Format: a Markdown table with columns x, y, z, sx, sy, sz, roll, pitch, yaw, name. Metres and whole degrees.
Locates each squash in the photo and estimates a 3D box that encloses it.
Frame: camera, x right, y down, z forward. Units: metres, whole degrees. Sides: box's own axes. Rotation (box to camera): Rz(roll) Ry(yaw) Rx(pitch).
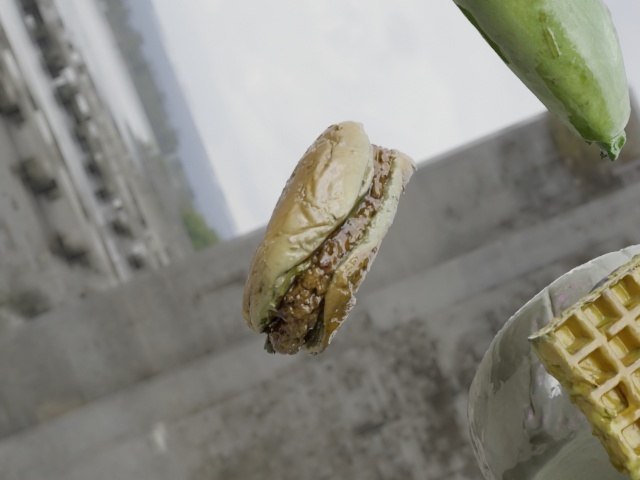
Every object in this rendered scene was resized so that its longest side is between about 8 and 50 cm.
| x | y | z | sx | sy | sz | roll | pitch | yaw | name |
| --- | --- | --- | --- | --- | --- | --- | --- | --- | --- |
| 0.206 | -0.204 | 1.645 | 0.370 | 0.118 | 0.118 | 46 | 11 | -38 | squash |

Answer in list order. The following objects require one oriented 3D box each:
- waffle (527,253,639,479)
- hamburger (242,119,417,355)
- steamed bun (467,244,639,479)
| x | y | z | sx | sy | sz | roll | pitch | yaw | name |
| --- | --- | --- | --- | --- | --- | --- | --- | --- | --- |
| 0.315 | 0.137 | 1.718 | 0.211 | 0.160 | 0.055 | 57 | -23 | -2 | waffle |
| 0.001 | -0.001 | 2.186 | 0.259 | 0.144 | 0.283 | 122 | -11 | -53 | hamburger |
| 0.298 | 0.179 | 2.042 | 0.383 | 0.236 | 0.247 | -51 | -140 | 36 | steamed bun |
